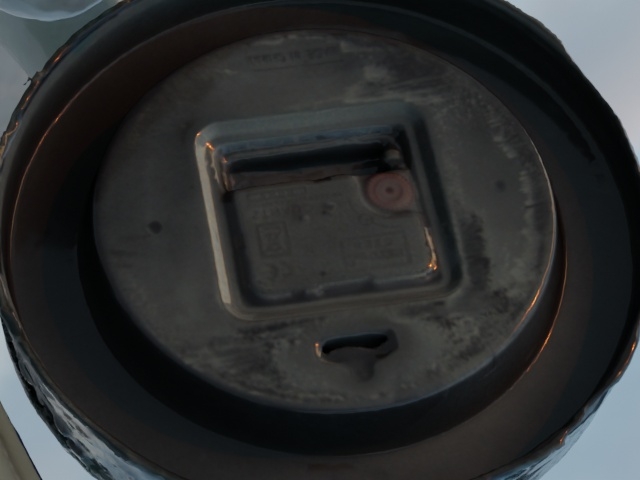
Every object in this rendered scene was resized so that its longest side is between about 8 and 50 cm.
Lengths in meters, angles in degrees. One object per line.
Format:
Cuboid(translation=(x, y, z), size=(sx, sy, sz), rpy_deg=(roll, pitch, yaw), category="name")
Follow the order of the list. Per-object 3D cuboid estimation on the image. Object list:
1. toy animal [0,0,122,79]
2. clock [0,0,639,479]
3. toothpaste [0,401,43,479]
Cuboid(translation=(-0.115, -0.171, 0.729), size=(0.271, 0.206, 0.265), rpy_deg=(-52, 179, 11), category="toy animal")
Cuboid(translation=(0.000, 0.000, 0.672), size=(0.226, 0.226, 0.049), rpy_deg=(-59, 167, -30), category="clock")
Cuboid(translation=(-0.100, 0.087, 0.570), size=(0.047, 0.268, 0.069), rpy_deg=(-11, 139, -35), category="toothpaste")
